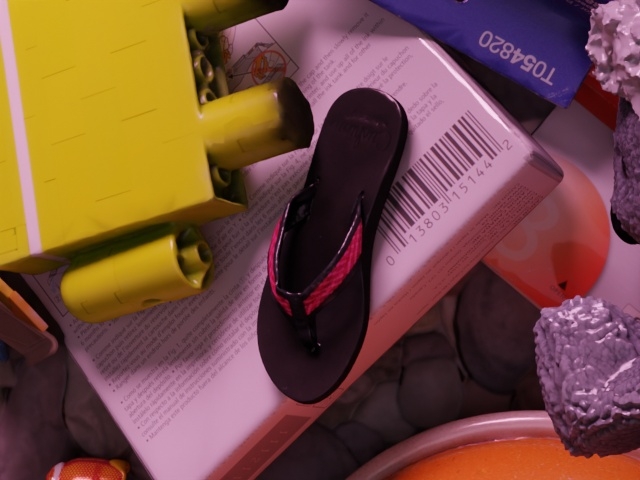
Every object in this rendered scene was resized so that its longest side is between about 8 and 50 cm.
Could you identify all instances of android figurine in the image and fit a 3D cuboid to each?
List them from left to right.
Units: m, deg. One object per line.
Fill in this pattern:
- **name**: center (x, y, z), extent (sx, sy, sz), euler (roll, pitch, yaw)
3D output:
- **android figurine**: center (-0.136, -0.076, 0.902), extent (0.273, 0.056, 0.248), euler (-18, 76, 25)

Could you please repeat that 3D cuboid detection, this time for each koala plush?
- **koala plush**: center (0.221, -0.018, 0.783), extent (0.203, 0.196, 0.221), euler (-38, 52, 41)

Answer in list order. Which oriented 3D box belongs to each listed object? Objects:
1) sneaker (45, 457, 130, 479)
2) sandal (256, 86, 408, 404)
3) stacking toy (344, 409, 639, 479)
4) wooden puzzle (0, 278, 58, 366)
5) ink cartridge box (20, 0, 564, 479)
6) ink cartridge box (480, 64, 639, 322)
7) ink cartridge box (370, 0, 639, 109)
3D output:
- **sneaker**: center (-0.138, 0.227, 0.981), extent (0.067, 0.064, 0.175), euler (-5, 100, 2)
- **sandal**: center (0.000, 0.000, 0.834), extent (0.067, 0.040, 0.179), euler (13, 88, 28)
- **stacking toy**: center (0.097, 0.303, 0.729), extent (0.351, 0.480, 0.350), euler (2, 99, 11)
- **wooden puzzle**: center (-0.197, 0.048, 0.943), extent (0.078, 0.116, 0.014), euler (45, 63, -18)
- **ink cartridge box**: center (-0.045, -0.032, 0.922), extent (0.296, 0.066, 0.261), euler (-45, 65, 14)
- **ink cartridge box**: center (0.187, -0.027, 0.887), extent (0.145, 0.045, 0.179), euler (39, 106, 3)
- **ink cartridge box**: center (0.096, -0.216, 0.809), extent (0.223, 0.045, 0.224), euler (28, 100, -2)
